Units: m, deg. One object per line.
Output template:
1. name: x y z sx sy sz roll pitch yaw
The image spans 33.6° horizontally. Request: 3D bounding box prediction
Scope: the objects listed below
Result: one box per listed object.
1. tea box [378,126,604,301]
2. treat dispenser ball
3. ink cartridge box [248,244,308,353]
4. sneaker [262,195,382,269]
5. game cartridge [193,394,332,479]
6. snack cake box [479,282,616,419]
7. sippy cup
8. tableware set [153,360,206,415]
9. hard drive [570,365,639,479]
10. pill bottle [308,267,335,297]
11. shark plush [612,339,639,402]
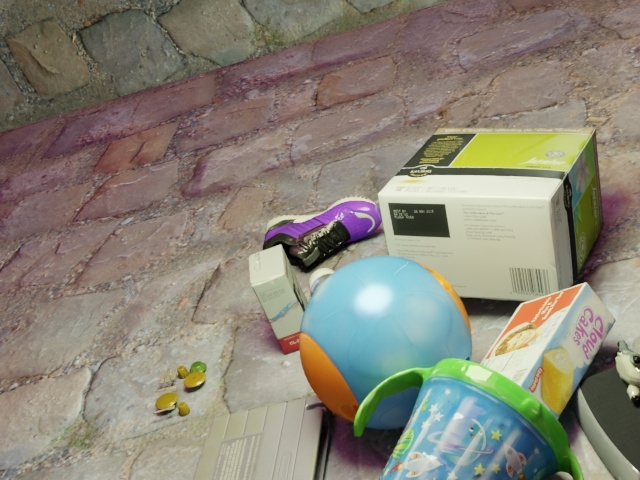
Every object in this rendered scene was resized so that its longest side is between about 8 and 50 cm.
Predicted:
1. tea box: 0.331 -0.059 2.001 0.329 0.220 0.323 3 30 30
2. treat dispenser ball: 0.108 0.168 1.761 0.288 0.288 0.288 -18 28 10
3. ink cartridge box: -0.075 0.116 2.110 0.072 0.175 0.127 -20 28 5
4. sneaker: 0.000 0.001 2.351 0.293 0.102 0.146 -15 33 24
5. game cartridge: -0.106 0.407 1.754 0.230 0.068 0.355 -18 28 18
6. snack cake box: 0.346 0.194 1.705 0.152 0.089 0.264 -28 15 51
7. sippy cup: 0.200 0.326 1.512 0.224 0.240 0.305 -50 27 -23
8. tableware set: -0.275 0.296 2.110 0.104 0.024 0.154 -16 27 7
9. hard drive: 0.481 0.265 1.566 0.172 0.054 0.254 -22 28 1
10. pill bottle: 0.023 0.113 2.146 0.078 0.078 0.137 -25 28 -4
11. shark plush: 0.484 0.196 1.605 0.067 0.073 0.161 -4 5 -5
